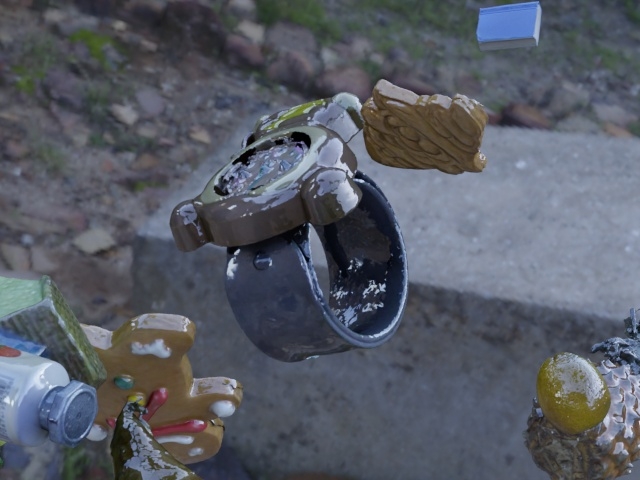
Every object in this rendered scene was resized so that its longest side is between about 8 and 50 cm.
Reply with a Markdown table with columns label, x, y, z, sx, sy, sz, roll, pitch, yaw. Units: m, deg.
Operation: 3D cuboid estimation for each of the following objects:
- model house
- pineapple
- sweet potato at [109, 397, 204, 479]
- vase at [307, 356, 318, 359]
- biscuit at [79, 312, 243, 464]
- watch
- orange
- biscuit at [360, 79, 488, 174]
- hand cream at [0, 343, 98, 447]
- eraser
| label | x | y | z | sx | sy | sz | roll | pitch | yaw |
| --- | --- | --- | --- | --- | --- | --- | --- | --- | --- |
| model house | -0.325 | 0.149 | 1.090 | 0.189 | 0.195 | 0.214 | -7 | 24 | 41 |
| pineapple | 0.442 | 0.230 | 1.635 | 0.175 | 0.175 | 0.361 | 39 | 43 | 23 |
| sweet potato | -0.060 | 0.281 | 0.978 | 0.423 | 0.130 | 0.131 | 25 | 27 | 33 |
| vase | -0.059 | 0.168 | 2.061 | 0.081 | 0.081 | 0.149 | -1 | 8 | -35 |
| biscuit | -0.203 | 0.198 | 1.331 | 0.216 | 0.339 | 0.047 | -6 | 52 | 5 |
| watch | 0.000 | 0.000 | 1.655 | 0.326 | 0.314 | 0.335 | 59 | 37 | -27 |
| orange | 0.291 | 0.176 | 1.279 | 0.085 | 0.085 | 0.095 | -6 | 75 | -39 |
| biscuit | 0.111 | -0.119 | 1.260 | 0.162 | 0.250 | 0.035 | 35 | 73 | -12 |
| hand cream | -0.283 | 0.091 | 0.785 | 0.276 | 0.095 | 0.059 | 12 | 16 | 23 |
| eraser | 0.264 | -0.301 | 1.548 | 0.085 | 0.027 | 0.063 | -1 | 63 | 25 |
